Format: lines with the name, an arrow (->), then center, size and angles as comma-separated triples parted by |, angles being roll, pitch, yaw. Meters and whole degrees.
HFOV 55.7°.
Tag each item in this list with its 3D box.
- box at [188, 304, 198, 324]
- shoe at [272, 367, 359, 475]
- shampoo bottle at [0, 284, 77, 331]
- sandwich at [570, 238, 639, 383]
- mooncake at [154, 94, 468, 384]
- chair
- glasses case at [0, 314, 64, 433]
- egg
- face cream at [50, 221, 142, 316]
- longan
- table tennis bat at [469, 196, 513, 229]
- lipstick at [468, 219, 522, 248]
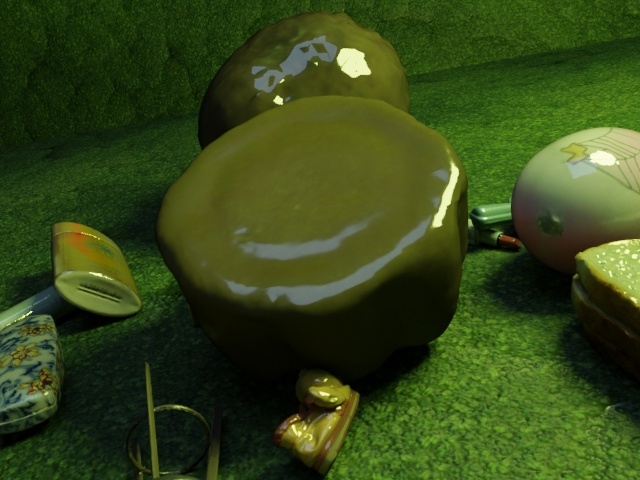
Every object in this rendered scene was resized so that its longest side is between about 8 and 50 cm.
box -> -0.062, 0.054, 0.947 | 0.278, 0.041, 0.153 | -11, 22, -2
shoe -> -0.002, 0.172, 0.600 | 0.069, 0.072, 0.109 | 21, 53, 2
shampoo bottle -> -0.473, 0.131, 0.939 | 0.056, 0.056, 0.195 | 6, 27, 35
sandwich -> 0.430, 0.067, 0.614 | 0.288, 0.100, 0.254 | -13, 23, -4
mooncake -> 0.000, 0.000, 0.760 | 0.378, 0.201, 0.379 | -8, 47, 9
chair -> -0.142, 0.206, 0.557 | 0.104, 0.095, 0.221 | -24, 25, -7
glasses case -> -0.388, 0.166, 0.802 | 0.086, 0.065, 0.248 | -19, 23, -16
egg -> 0.379, -0.057, 0.811 | 0.271, 0.197, 0.196 | -18, 23, -23
face cream -> -0.393, 0.043, 1.042 | 0.139, 0.067, 0.285 | 27, 4, -30
longan -> -0.032, -0.239, 1.223 | 0.436, 0.404, 0.404 | -46, 32, -11
table tennis bat -> 0.345, -0.048, 0.969 | 0.237, 0.038, 0.149 | -7, 24, -19
lipstick -> 0.260, -0.008, 0.960 | 0.129, 0.030, 0.030 | 19, 36, 41
